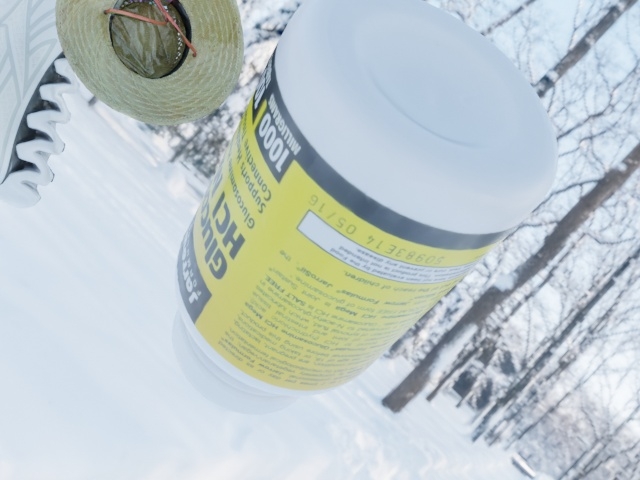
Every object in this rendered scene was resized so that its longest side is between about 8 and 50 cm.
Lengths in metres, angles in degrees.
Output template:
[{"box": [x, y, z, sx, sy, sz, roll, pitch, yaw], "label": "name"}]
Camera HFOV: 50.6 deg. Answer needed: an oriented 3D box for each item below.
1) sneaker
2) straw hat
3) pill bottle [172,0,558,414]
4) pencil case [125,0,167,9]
[{"box": [-0.268, -0.180, 0.610, 0.118, 0.292, 0.110, 19, -1, -31], "label": "sneaker"}, {"box": [-0.128, -0.149, 0.499, 0.144, 0.145, 0.061, 43, -25, -22], "label": "straw hat"}, {"box": [0.000, 0.000, 0.512, 0.187, 0.334, 0.188, 17, 47, -19], "label": "pill bottle"}, {"box": [-0.198, -0.233, 0.771, 0.070, 0.064, 0.152, 132, -55, -69], "label": "pencil case"}]
